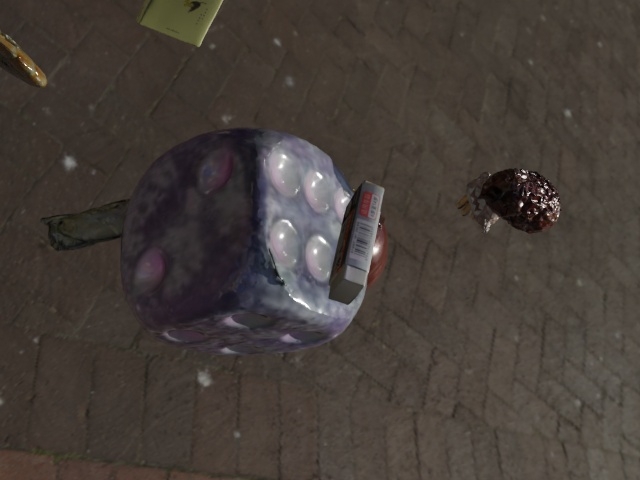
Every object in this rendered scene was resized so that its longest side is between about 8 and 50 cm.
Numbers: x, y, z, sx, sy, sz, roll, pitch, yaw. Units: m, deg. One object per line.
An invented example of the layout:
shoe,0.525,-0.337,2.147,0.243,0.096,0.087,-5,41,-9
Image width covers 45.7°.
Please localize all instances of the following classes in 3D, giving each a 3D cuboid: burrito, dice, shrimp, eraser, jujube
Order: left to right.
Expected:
shrimp,-0.585,-0.359,1.338,0.058,0.296,0.169,-49,145,-9
burrito,-0.329,-0.035,1.229,0.230,0.063,0.058,-16,118,-26
dice,-0.108,0.012,1.108,0.270,0.271,0.270,25,56,-50
eraser,0.037,0.001,0.775,0.029,0.052,0.122,19,58,-8
jujube,0.319,-0.064,1.184,0.166,0.104,0.104,15,56,-55

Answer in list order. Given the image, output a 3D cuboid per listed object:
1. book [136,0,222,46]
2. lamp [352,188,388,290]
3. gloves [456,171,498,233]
book,-0.147,-0.275,0.844,0.077,0.111,0.014,16,35,-31
lamp,0.000,0.000,1.654,0.303,0.303,0.257,42,56,-17
gloves,0.343,-0.081,1.459,0.144,0.094,0.110,-23,65,-6
